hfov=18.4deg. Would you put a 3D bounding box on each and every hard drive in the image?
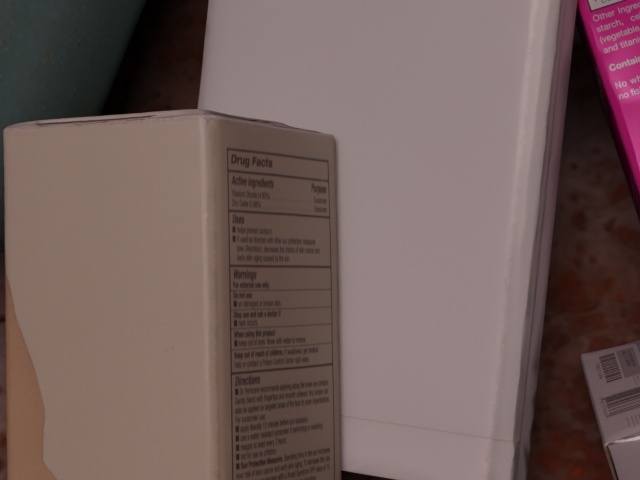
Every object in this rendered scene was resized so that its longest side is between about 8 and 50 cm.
[{"bbox_3d":[0.026,-0.033,1.047,0.203,0.040,0.307,6,92,25],"label":"hard drive"}]

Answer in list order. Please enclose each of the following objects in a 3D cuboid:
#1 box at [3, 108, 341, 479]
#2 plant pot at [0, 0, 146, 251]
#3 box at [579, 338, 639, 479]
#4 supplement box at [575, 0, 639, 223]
[{"bbox_3d":[-0.070,0.096,0.989,0.121,0.148,0.311,-2,87,26],"label":"box"},{"bbox_3d":[-0.224,-0.182,1.068,0.341,0.341,0.334,16,85,16],"label":"plant pot"},{"bbox_3d":[0.228,0.067,0.983,0.186,0.145,0.038,-18,103,6],"label":"box"},{"bbox_3d":[0.205,-0.083,1.046,0.114,0.111,0.220,-16,71,8],"label":"supplement box"}]
